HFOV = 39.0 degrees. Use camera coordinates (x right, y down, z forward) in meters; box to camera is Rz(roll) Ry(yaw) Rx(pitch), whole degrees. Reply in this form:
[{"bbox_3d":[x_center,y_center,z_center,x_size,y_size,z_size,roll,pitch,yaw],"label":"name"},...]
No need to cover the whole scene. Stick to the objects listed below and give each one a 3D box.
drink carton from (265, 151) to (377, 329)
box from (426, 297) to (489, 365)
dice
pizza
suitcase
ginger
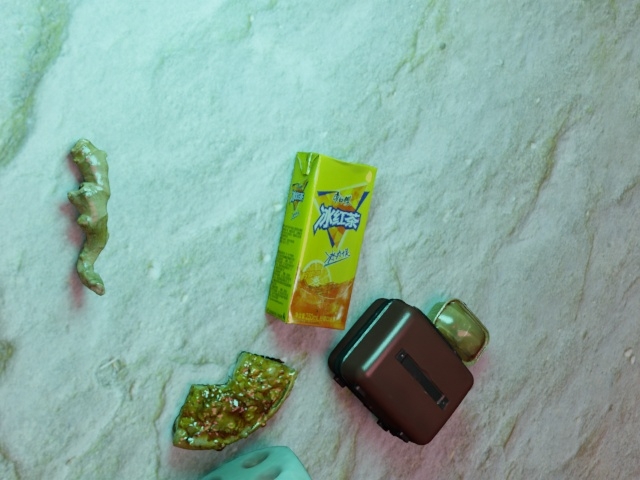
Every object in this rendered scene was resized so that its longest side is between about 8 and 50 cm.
[{"bbox_3d":[0.000,0.000,1.889,0.154,0.111,0.351,10,93,-32],"label":"drink carton"},{"bbox_3d":[0.322,0.212,2.120,0.177,0.111,0.111,45,75,-28],"label":"box"},{"bbox_3d":[-0.116,0.590,1.803,0.262,0.268,0.264,-26,101,-14],"label":"dice"},{"bbox_3d":[-0.173,0.335,1.861,0.305,0.085,0.161,-29,111,-25],"label":"pizza"},{"bbox_3d":[0.183,0.291,2.018,0.236,0.161,0.297,-50,117,-15],"label":"suitcase"},{"bbox_3d":[-0.423,-0.042,1.658,0.089,0.075,0.288,-3,96,-53],"label":"ginger"}]
